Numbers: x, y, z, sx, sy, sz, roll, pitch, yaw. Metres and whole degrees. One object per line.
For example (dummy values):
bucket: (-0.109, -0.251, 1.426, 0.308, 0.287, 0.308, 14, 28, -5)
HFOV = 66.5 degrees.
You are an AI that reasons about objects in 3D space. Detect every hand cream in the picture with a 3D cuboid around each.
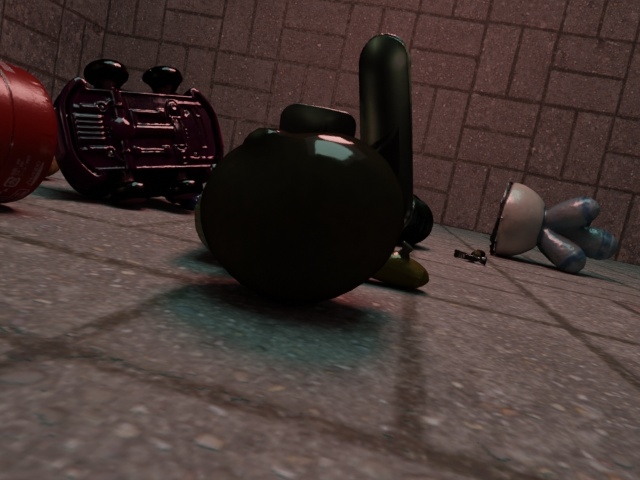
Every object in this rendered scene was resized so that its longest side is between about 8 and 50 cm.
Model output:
hand cream: (-0.445, -0.142, 0.612, 0.193, 0.193, 0.125, 14, 4, 19)

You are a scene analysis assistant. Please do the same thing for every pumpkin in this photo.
pumpkin: (0.196, -0.072, 1.244, 0.201, 0.140, 0.202, 28, 14, -7)

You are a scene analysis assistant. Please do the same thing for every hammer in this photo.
hammer: (0.385, 0.036, 1.224, 0.078, 0.021, 0.201, 14, 7, 23)
hammer: (0.000, 0.000, 0.636, 0.305, 0.113, 0.202, 20, 10, -1)

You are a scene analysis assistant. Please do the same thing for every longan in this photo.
longan: (-0.015, -0.024, 0.456, 0.189, 0.189, 0.189, 11, 7, -1)

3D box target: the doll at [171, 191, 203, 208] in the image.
doll: (-0.232, -0.090, 1.093, 0.205, 0.067, 0.110, 1, 20, 5)

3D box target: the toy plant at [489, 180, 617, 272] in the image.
toy plant: (0.691, -0.026, 1.437, 0.332, 0.247, 0.247, 17, 8, 22)

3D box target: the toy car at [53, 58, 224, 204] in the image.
toy car: (-0.383, -0.193, 0.998, 0.340, 0.272, 0.240, -8, -5, -44)

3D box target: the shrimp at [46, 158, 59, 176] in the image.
shrimp: (-0.658, -0.166, 0.994, 0.152, 0.063, 0.287, 9, 4, 3)

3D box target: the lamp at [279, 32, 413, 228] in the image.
lamp: (0.016, -0.144, 0.611, 0.124, 0.203, 0.283, 3, 17, -15)
